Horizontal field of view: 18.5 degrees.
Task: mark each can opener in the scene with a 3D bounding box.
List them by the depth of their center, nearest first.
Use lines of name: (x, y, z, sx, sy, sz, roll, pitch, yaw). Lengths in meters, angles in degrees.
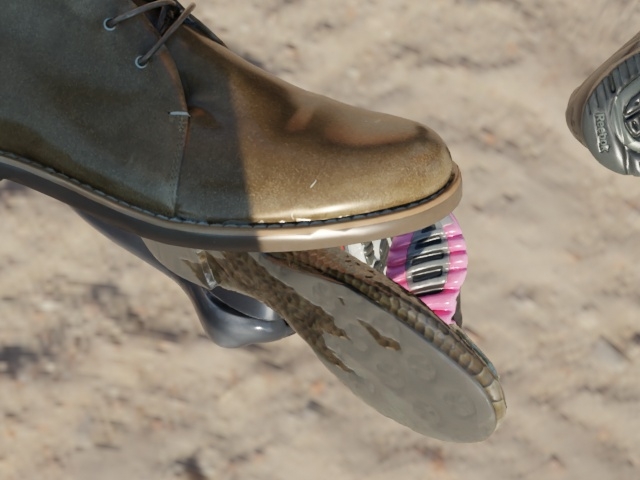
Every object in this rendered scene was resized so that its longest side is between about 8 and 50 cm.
can opener: (-0.082, 0.003, 1.192, 0.186, 0.073, 0.059, 34, 39, 31)

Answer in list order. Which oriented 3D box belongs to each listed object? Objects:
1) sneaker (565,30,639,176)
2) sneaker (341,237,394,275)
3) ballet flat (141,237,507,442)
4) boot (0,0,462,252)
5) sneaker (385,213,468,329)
sneaker: (0.302, -0.151, 1.457, 0.286, 0.130, 0.109, -26, 103, -6)
sneaker: (0.000, 0.000, 1.429, 0.118, 0.279, 0.107, 11, 61, 9)
ballet flat: (0.004, 0.024, 1.028, 0.250, 0.084, 0.058, 29, 49, 32)
boot: (-0.080, -0.074, 0.921, 0.305, 0.115, 0.112, 12, 26, 7)
sneaker: (0.062, 0.035, 1.108, 0.047, 0.057, 0.119, -2, 100, 4)
